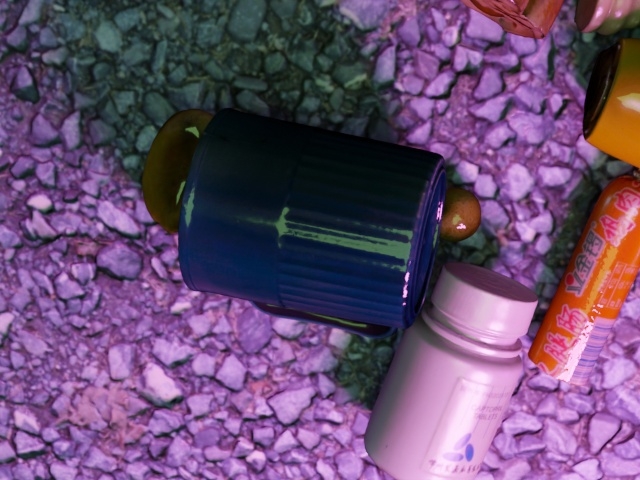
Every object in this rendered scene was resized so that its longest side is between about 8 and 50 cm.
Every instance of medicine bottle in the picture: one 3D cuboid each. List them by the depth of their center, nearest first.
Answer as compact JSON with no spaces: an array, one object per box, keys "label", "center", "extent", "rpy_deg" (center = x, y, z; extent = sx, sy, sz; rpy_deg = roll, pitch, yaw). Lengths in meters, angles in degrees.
[{"label":"medicine bottle","center":[0.180,0.184,1.483],"extent":[0.170,0.170,0.293],"rpy_deg":[18,105,-1]}]

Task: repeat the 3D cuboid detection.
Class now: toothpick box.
[{"label":"toothpick box","center":[0.470,-0.154,1.368],"extent":[0.271,0.175,0.175],"rpy_deg":[18,106,3]}]

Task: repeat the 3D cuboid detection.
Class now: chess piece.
[{"label":"chess piece","center":[0.420,-0.297,1.380],"extent":[0.170,0.094,0.094],"rpy_deg":[9,106,-7]}]

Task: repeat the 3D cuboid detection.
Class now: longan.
[{"label":"longan","center":[0.179,-0.037,1.470],"extent":[0.083,0.075,0.075],"rpy_deg":[27,106,-21]}]

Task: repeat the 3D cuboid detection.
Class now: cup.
[{"label":"cup","center":[-0.004,0.003,1.385],"extent":[0.292,0.242,0.308],"rpy_deg":[10,111,12]}]

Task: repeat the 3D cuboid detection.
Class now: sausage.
[{"label":"sausage","center":[0.381,0.040,1.468],"extent":[0.093,0.093,0.312],"rpy_deg":[20,106,-2]}]

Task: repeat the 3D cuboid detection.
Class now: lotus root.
[{"label":"lotus root","center":[0.235,-0.363,1.325],"extent":[0.199,0.188,0.180],"rpy_deg":[33,95,-3]}]

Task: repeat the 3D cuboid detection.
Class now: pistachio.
[{"label":"pistachio","center":[-0.183,-0.101,1.471],"extent":[0.110,0.100,0.189],"rpy_deg":[31,123,20]}]
